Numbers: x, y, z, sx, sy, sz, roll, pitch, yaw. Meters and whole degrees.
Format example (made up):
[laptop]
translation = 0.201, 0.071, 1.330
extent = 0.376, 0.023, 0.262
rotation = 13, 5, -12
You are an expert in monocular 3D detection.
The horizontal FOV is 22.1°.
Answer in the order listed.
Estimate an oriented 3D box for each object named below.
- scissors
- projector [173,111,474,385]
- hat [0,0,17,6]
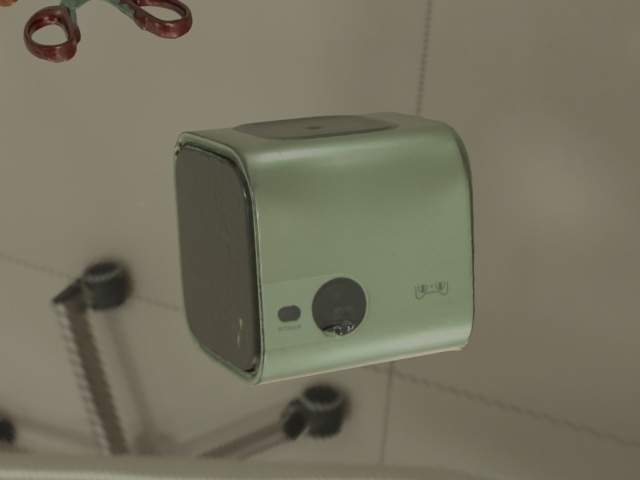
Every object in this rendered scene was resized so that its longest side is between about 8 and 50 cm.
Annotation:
[scissors]
translation = -0.218, -0.227, 1.443
extent = 0.247, 0.144, 0.017
rotation = 50, 147, 47
[projector]
translation = 0.000, 0.000, 1.741
extent = 0.248, 0.249, 0.248
rotation = -157, 62, -64
[hat]
translation = -0.359, -0.360, 1.851
extent = 0.285, 0.400, 0.285
rotation = -10, 122, -17
